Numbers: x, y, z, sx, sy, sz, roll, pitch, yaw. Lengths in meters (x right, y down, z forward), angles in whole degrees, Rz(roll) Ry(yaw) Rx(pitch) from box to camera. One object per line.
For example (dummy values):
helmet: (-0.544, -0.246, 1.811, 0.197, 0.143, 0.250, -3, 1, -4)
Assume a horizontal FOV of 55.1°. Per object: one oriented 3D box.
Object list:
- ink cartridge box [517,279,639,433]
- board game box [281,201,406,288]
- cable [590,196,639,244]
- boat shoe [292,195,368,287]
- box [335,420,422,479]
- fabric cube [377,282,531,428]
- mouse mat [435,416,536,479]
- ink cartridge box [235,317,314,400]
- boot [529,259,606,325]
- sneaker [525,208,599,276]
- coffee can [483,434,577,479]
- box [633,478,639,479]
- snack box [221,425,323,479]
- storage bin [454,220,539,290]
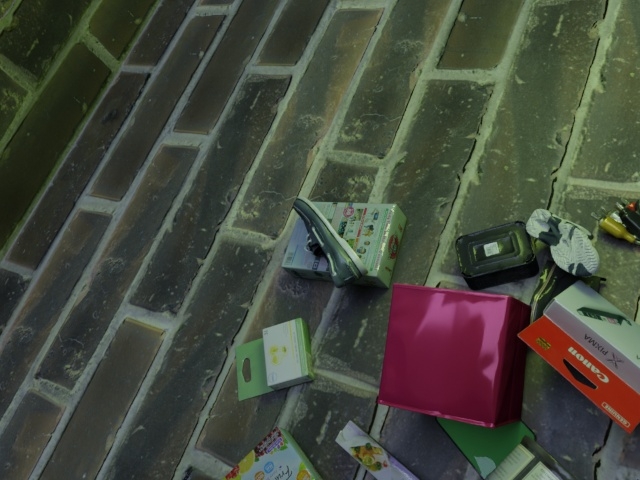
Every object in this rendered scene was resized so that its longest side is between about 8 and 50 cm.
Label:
ink cartridge box: (0.574, 0.222, 1.250, 0.239, 0.060, 0.275, -21, 55, -42)
board game box: (0.067, 0.006, 1.743, 0.304, 0.097, 0.223, 4, 66, 31)
cable: (0.771, 0.005, 1.417, 0.140, 0.072, 0.287, -27, 64, -10)
boat shoe: (0.000, 0.000, 1.651, 0.099, 0.116, 0.319, -39, 57, -1)
box: (0.170, 0.535, 1.396, 0.324, 0.067, 0.063, 33, 81, 36)
fabric cube: (0.301, 0.245, 1.336, 0.254, 0.259, 0.257, 3, 81, 29)
mouse mat: (0.370, 0.425, 1.394, 0.153, 0.007, 0.189, -41, 51, 1)
ink cartridge box: (-0.139, 0.328, 1.689, 0.235, 0.056, 0.171, -19, 56, 15)
boot: (0.563, 0.147, 1.417, 0.137, 0.077, 0.197, 16, 72, 28)
sneaker: (0.596, 0.018, 1.418, 0.094, 0.153, 0.235, -66, 25, 16)
coffee can: (0.382, 0.549, 1.190, 0.275, 0.201, 0.201, -45, 52, -2)
box: (0.607, 0.642, 1.098, 0.257, 0.079, 0.322, 31, 79, 39)
snack box: (-0.121, 0.596, 1.510, 0.207, 0.070, 0.174, -44, 53, 0)
storage bin: (0.440, 0.039, 1.535, 0.180, 0.084, 0.121, -16, 56, 18)
